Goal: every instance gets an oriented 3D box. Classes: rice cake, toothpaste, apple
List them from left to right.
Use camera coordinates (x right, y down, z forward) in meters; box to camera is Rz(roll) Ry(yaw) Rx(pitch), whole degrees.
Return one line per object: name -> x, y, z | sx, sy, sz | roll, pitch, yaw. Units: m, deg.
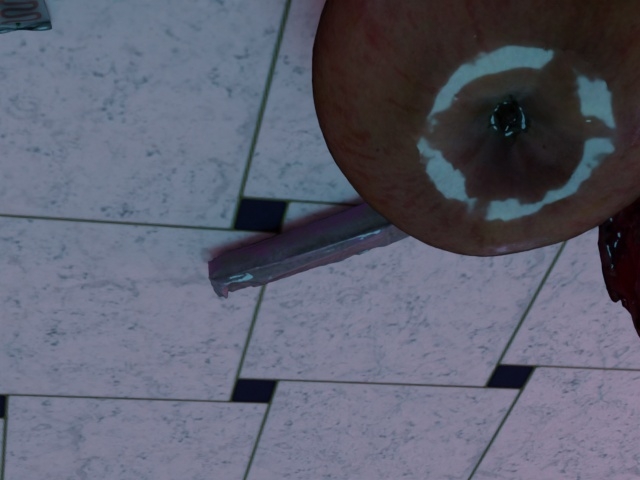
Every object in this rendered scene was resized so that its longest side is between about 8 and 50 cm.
toothpaste -> -0.260, -0.247, 1.027 | 0.056, 0.036, 0.205 | -5, 144, -7
rice cake -> 0.000, 0.001, 1.348 | 0.270, 0.049, 0.055 | -20, 160, 14
apple -> 0.158, -0.141, 1.037 | 0.345, 0.269, 0.344 | -4, 139, -3

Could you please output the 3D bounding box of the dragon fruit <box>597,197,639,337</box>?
dragon fruit -> 0.412, -0.028, 1.184 | 0.329, 0.329, 0.329 | -5, 140, -4
